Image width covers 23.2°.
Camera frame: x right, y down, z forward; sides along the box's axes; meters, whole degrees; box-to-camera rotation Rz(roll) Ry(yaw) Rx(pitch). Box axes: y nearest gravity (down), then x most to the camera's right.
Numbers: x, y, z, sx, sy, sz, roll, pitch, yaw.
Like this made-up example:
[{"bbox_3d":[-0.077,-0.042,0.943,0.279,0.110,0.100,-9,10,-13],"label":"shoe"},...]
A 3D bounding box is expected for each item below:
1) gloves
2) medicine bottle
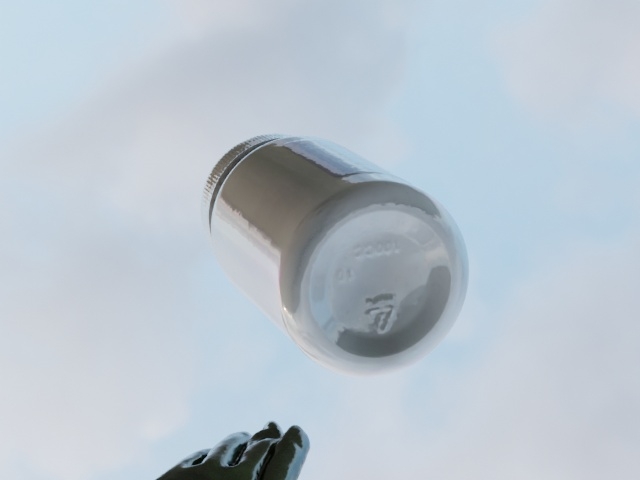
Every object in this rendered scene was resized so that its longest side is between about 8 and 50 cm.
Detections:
[{"bbox_3d":[-0.108,0.254,1.369,0.268,0.135,0.107,-45,-173,-25],"label":"gloves"},{"bbox_3d":[0.000,0.000,0.849,0.103,0.103,0.187,-32,-159,-9],"label":"medicine bottle"}]
